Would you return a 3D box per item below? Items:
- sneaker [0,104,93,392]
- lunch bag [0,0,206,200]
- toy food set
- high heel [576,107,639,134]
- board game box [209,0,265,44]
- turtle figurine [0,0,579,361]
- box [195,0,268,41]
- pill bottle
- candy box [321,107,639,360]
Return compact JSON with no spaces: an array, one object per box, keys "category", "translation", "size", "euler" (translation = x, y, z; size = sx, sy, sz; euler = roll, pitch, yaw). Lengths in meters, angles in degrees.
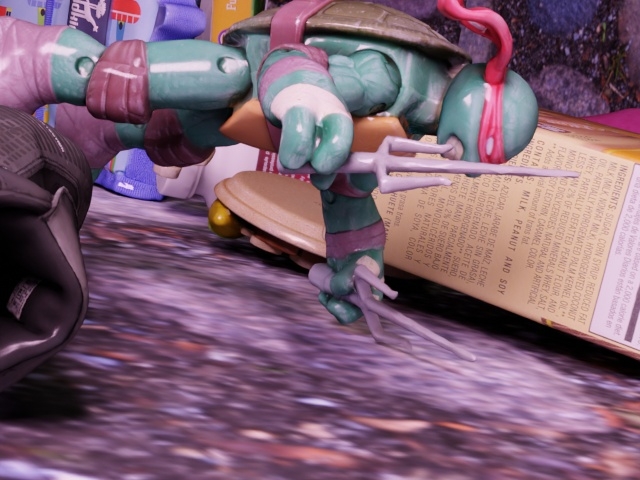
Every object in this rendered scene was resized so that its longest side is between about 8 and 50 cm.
[{"category":"sneaker","translation":[-0.104,0.006,0.446],"size":[0.106,0.078,0.234],"euler":[19,9,15]},{"category":"lunch bag","translation":[-0.134,-0.153,1.107],"size":[0.138,0.221,0.293],"euler":[7,7,-25]},{"category":"toy food set","translation":[0.000,0.000,0.845],"size":[0.192,0.038,0.132],"euler":[21,12,0]},{"category":"high heel","translation":[0.170,-0.038,1.301],"size":[0.181,0.127,0.377],"euler":[-25,27,-24]},{"category":"board game box","translation":[-0.056,-0.157,1.104],"size":[0.039,0.259,0.124],"euler":[1,6,1]},{"category":"turtle figurine","translation":[-0.007,-0.037,0.601],"size":[0.234,0.118,0.175],"euler":[8,-26,19]},{"category":"box","translation":[-0.197,-0.176,1.443],"size":[0.290,0.169,0.087],"euler":[4,9,-40]},{"category":"pill bottle","translation":[-0.020,-0.049,0.975],"size":[0.152,0.086,0.086],"euler":[9,7,-15]},{"category":"candy box","translation":[0.180,0.008,0.719],"size":[0.316,0.087,0.183],"euler":[20,11,37]}]
